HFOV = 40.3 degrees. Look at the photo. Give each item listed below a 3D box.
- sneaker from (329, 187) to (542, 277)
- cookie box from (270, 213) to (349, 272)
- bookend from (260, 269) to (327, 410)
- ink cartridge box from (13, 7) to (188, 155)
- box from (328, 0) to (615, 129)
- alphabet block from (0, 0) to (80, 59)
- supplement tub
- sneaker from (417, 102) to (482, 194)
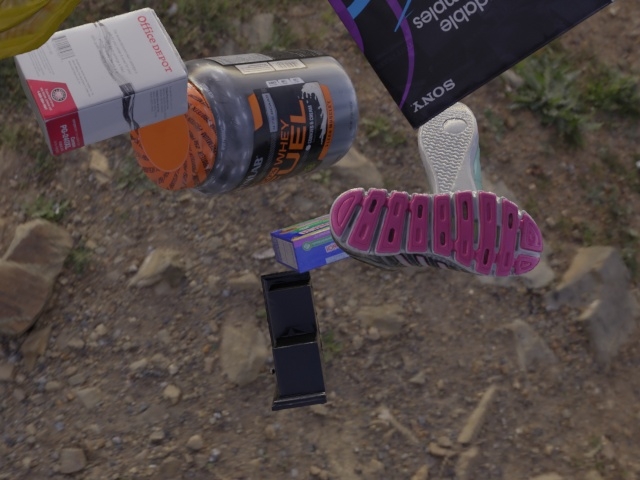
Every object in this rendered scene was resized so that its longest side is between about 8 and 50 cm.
[{"bbox_3d":[0.083,-0.005,0.665,0.170,0.075,0.063,6,84,-12],"label":"sneaker"},{"bbox_3d":[0.000,0.000,0.997,0.091,0.107,0.040,-18,100,-15],"label":"cookie box"},{"bbox_3d":[-0.038,0.128,1.172,0.072,0.157,0.156,-9,96,1],"label":"bookend"},{"bbox_3d":[-0.223,-0.165,0.896,0.150,0.063,0.109,-21,63,-19],"label":"ink cartridge box"},{"bbox_3d":[0.049,-0.150,0.419,0.162,0.116,0.029,55,31,-6],"label":"box"},{"bbox_3d":[-0.269,-0.252,0.616,0.197,0.193,0.192,50,33,-4],"label":"alphabet block"},{"bbox_3d":[-0.107,-0.175,1.276,0.316,0.193,0.194,-19,82,-46],"label":"supplement tub"},{"bbox_3d":[0.206,-0.088,1.374,0.094,0.151,0.256,-4,56,8],"label":"sneaker"}]
